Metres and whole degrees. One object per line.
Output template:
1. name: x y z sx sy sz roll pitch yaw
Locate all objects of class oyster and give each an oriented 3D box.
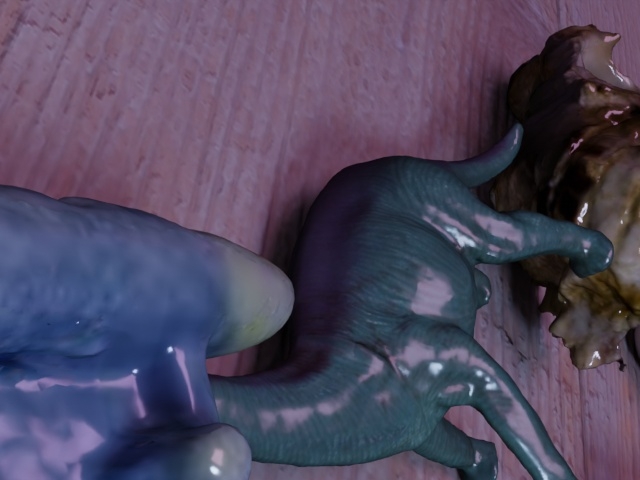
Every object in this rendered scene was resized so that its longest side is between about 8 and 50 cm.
1. oyster: 0.209 -0.064 0.897 0.133 0.198 0.337 45 26 -20

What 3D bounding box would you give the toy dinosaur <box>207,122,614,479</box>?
1. toy dinosaur: 0.000 0.000 0.654 0.331 0.129 0.383 29 42 -27

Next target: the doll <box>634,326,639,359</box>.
1. doll: 0.315 0.031 1.051 0.154 0.119 0.278 39 28 -32

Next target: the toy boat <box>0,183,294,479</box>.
1. toy boat: -0.102 0.074 0.369 0.330 0.123 0.215 2 69 -44
